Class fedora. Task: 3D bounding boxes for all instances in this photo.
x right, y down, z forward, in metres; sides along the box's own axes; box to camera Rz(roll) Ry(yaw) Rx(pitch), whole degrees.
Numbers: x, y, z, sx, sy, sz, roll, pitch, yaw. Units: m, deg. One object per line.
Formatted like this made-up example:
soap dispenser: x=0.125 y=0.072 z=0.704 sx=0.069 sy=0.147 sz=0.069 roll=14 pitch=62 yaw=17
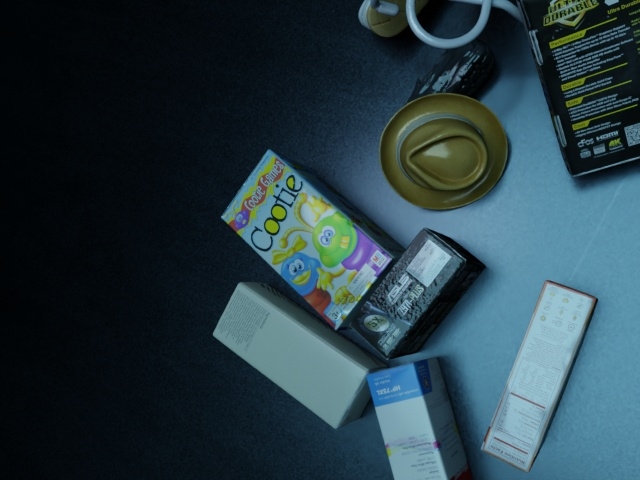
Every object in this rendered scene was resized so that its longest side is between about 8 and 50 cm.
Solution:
fedora: x=0.184 y=-0.126 z=0.894 sx=0.194 sy=0.079 sz=0.194 roll=1 pitch=107 yaw=4

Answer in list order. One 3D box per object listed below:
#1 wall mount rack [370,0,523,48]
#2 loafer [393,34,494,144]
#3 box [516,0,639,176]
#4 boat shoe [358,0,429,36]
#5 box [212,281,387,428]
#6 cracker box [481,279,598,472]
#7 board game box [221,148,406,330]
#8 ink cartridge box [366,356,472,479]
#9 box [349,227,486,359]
wall mount rack: x=0.240 y=-0.417 z=0.848 sx=0.304 sy=0.130 sz=0.350 roll=11 pitch=90 yaw=1
loafer: x=0.178 y=-0.224 z=0.955 sx=0.223 sy=0.076 sz=0.078 roll=-50 pitch=47 yaw=17
box: x=0.441 y=-0.249 z=0.752 sx=0.322 sy=0.079 sz=0.257 roll=-17 pitch=109 yaw=22
boat shoe: x=0.167 y=-0.448 z=0.970 sx=0.277 sy=0.098 sz=0.096 roll=-41 pitch=33 yaw=2
box: x=-0.037 y=0.181 z=0.997 sx=0.275 sy=0.094 sz=0.113 roll=32 pitch=99 yaw=25
cracker box: x=0.297 y=0.173 z=0.801 sx=0.067 sy=0.156 sz=0.232 roll=22 pitch=95 yaw=26
board game box: x=0.000 y=0.000 z=0.972 sx=0.275 sy=0.144 sz=0.142 roll=43 pitch=103 yaw=24
ink cartridge box: x=0.151 y=0.293 z=0.870 sx=0.078 sy=0.134 sz=0.231 roll=-20 pitch=75 yaw=22
box: x=0.147 y=0.080 z=0.889 sx=0.077 sy=0.147 sz=0.180 roll=41 pitch=103 yaw=24
